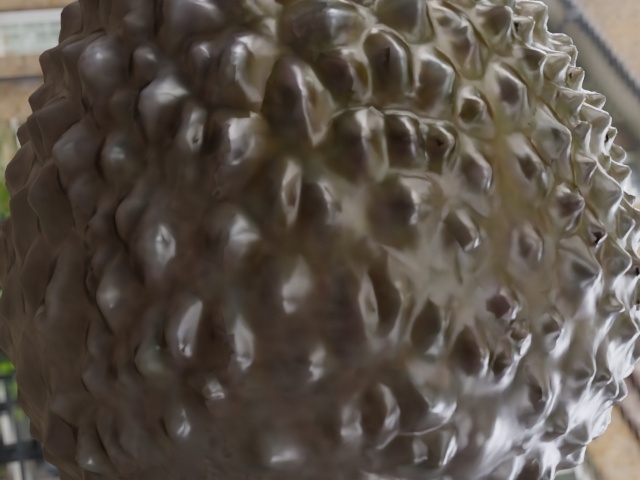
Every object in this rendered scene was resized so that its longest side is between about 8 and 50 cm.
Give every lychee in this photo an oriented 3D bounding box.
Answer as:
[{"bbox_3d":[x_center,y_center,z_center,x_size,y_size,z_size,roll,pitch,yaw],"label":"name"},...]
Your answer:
[{"bbox_3d":[0.000,0.000,0.945,0.380,0.380,0.432,-133,-144,-61],"label":"lychee"}]
